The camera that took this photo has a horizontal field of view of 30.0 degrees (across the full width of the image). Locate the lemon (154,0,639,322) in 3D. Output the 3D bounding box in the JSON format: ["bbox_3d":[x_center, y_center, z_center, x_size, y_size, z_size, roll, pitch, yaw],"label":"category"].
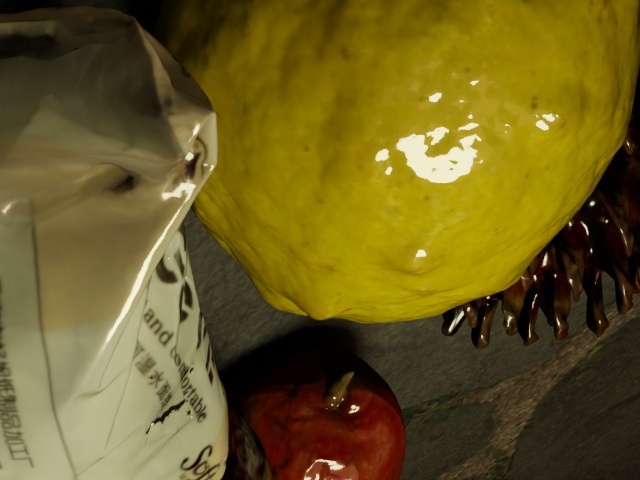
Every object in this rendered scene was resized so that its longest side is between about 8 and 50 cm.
[{"bbox_3d":[0.035,-0.090,0.687,0.285,0.285,0.316,3,159,-42],"label":"lemon"}]

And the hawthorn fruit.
[{"bbox_3d":[-0.010,0.189,1.127,0.189,0.189,0.251,-17,144,-21],"label":"hawthorn fruit"}]

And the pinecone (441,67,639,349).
[{"bbox_3d":[0.179,-0.033,0.903,0.292,0.246,0.246,-29,149,-2],"label":"pinecone"}]

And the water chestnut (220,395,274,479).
[{"bbox_3d":[-0.177,0.238,0.997,0.289,0.289,0.244,-8,176,-32],"label":"water chestnut"}]

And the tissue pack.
[{"bbox_3d":[-0.237,0.042,0.658,0.390,0.195,0.375,-1,141,1],"label":"tissue pack"}]
